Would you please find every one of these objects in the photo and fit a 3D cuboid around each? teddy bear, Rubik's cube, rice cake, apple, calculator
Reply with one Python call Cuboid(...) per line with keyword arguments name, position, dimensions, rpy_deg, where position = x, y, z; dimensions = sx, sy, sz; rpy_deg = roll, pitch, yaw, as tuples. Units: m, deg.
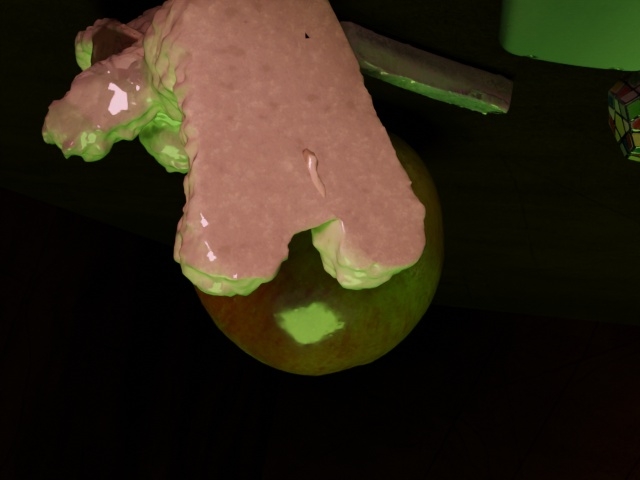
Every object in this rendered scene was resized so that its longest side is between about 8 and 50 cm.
Cuboid(name="teddy bear", position=(-0.103, -0.091, 1.049), dimensions=(0.327, 0.375, 0.362), rpy_deg=(-3, 164, -29))
Cuboid(name="Rubik's cube", position=(0.322, -0.120, 1.017), dimensions=(0.111, 0.111, 0.093), rpy_deg=(13, 145, -11))
Cuboid(name="rice cake", position=(0.101, -0.174, 1.114), dimensions=(0.211, 0.043, 0.034), rpy_deg=(15, 163, -21))
Cuboid(name="apple", position=(0.000, 0.000, 1.401), dimensions=(0.340, 0.339, 0.339), rpy_deg=(11, 171, 2))
Cuboid(name="calculator", position=(0.213, -0.190, 0.872), dimensions=(0.141, 0.045, 0.246), rpy_deg=(9, 171, 9))
